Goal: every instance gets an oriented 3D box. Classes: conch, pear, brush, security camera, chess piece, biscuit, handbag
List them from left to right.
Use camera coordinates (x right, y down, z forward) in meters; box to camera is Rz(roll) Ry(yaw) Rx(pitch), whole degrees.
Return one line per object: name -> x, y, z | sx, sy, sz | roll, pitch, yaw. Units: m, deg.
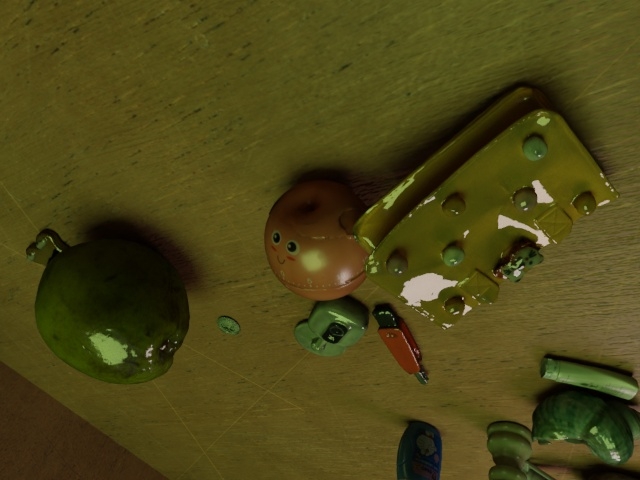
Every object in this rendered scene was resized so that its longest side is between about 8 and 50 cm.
biscuit -> -0.723, 0.090, 1.535 | 0.301, 0.049, 0.197 | 38, 136, -19
pear -> -0.523, 0.166, 1.312 | 0.413, 0.352, 0.352 | 34, 139, 15
security camera -> 0.020, 0.253, 1.398 | 0.157, 0.080, 0.301 | 25, 139, -5
brush -> 0.223, 0.289, 1.370 | 0.070, 0.051, 0.323 | -15, 127, 29
handbag -> 0.284, -0.032, 0.887 | 0.401, 0.133, 0.283 | -42, 123, 18
chess piece -> 0.540, 0.662, 1.483 | 0.133, 0.243, 0.133 | 12, 136, 12
conch -> 0.683, 0.472, 1.305 | 0.277, 0.195, 0.220 | -15, 142, 3

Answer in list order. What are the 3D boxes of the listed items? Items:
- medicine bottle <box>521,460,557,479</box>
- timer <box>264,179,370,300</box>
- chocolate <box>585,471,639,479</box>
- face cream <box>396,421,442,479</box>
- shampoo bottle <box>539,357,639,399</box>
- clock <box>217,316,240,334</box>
medicine bottle -> 0.717, 0.759, 1.589 | 0.220, 0.061, 0.092 | 22, 135, 46
timer -> 0.000, 0.000, 1.038 | 0.229, 0.230, 0.215 | 3, 133, 18
chocolate -> 0.946, 0.769, 1.541 | 0.303, 0.100, 0.185 | 12, 149, 15
face cream -> 0.303, 0.704, 1.598 | 0.149, 0.264, 0.083 | 25, 137, -5
shampoo bottle -> 0.650, 0.335, 1.256 | 0.212, 0.049, 0.072 | 10, 140, 11
clock -> -0.278, 0.257, 1.557 | 0.074, 0.010, 0.083 | 11, 135, 10
